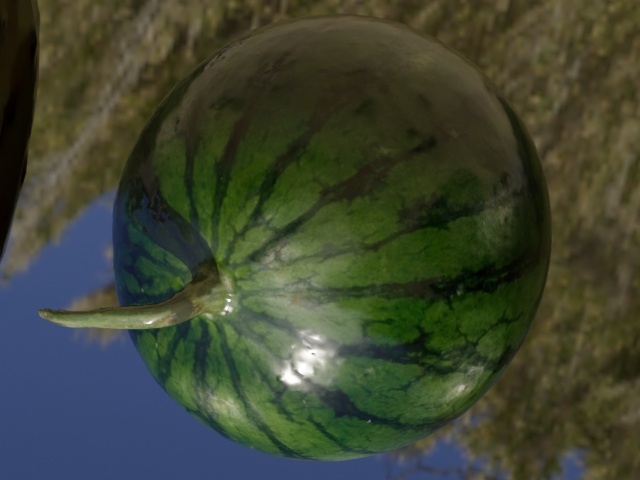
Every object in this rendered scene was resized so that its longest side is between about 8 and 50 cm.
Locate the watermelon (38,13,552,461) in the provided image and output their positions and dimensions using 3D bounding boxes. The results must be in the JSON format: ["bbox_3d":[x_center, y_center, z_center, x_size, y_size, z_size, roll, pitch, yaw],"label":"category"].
[{"bbox_3d":[0.000,0.000,0.741,0.188,0.188,0.214,23,-161,23],"label":"watermelon"}]

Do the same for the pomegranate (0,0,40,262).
[{"bbox_3d":[-0.204,-0.022,0.477,0.231,0.231,0.286,28,-115,30],"label":"pomegranate"}]
